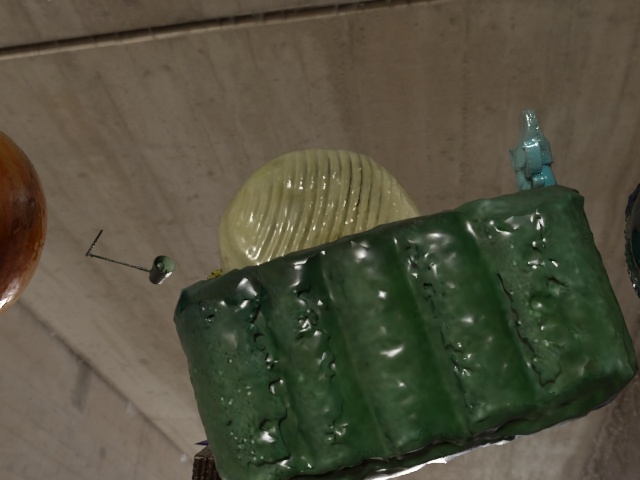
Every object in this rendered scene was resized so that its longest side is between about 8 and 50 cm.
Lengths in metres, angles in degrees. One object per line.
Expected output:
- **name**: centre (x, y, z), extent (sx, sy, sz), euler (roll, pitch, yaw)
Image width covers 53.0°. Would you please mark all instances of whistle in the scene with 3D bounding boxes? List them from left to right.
- **whistle**: centre (0.458, -0.142, 1.372), extent (0.186, 0.093, 0.274), euler (-16, -82, -83)

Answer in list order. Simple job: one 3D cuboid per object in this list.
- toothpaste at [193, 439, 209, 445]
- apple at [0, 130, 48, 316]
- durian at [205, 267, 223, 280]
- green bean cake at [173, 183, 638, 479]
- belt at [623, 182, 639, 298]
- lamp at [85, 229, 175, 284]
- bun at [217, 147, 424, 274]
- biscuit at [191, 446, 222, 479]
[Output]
- **toothpaste**: centre (-0.140, 0.275, 0.883), extent (0.083, 0.024, 0.015), euler (15, -106, -62)
- **apple**: centre (-0.432, -0.017, 0.655), extent (0.286, 0.286, 0.233), euler (-40, -42, -79)
- **durian**: centre (-0.175, 0.123, 1.289), extent (0.119, 0.187, 0.108), euler (30, -154, -37)
- **green bean cake**: centre (0.071, 0.088, 0.546), extent (0.308, 0.300, 0.169), euler (33, -140, -78)
- **belt**: centre (0.457, -0.016, 0.705), extent (0.267, 0.206, 0.116), euler (-60, -1, -26)
- **lamp**: centre (-0.276, 0.030, 0.931), extent (0.054, 0.121, 0.041), euler (-50, 19, 42)
- **bun**: centre (0.000, 0.000, 1.126), extent (0.234, 0.362, 0.326), euler (111, 145, -64)
- **biscuit**: centre (-0.248, 0.563, 1.604), extent (0.388, 0.073, 0.107), euler (85, -170, -80)
